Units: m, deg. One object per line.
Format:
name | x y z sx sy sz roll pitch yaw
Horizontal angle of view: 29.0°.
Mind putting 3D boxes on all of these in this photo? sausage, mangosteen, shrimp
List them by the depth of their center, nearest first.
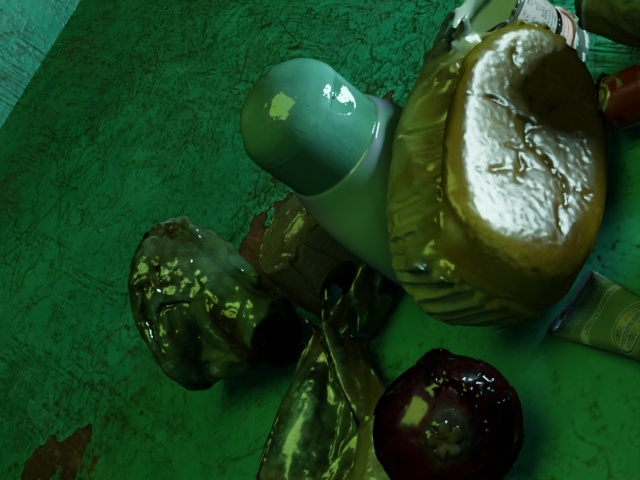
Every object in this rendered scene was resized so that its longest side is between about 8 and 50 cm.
mangosteen | 0.134 0.199 1.343 0.166 0.166 0.180 -55 8 0
sausage | 0.435 -0.193 1.372 0.264 0.083 0.083 -21 46 41
shrimp | 0.023 0.219 1.512 0.221 0.110 0.445 -15 53 38

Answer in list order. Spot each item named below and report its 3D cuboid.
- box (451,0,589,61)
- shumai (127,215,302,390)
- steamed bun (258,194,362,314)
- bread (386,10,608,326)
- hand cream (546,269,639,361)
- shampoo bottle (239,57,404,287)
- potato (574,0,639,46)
box | 0.252 -0.265 1.616 0.151 0.135 0.151 -31 40 31
shumai | -0.132 0.068 1.758 0.204 0.222 0.271 -28 72 29
steamed bun | 0.000 0.000 1.694 0.175 0.145 0.106 -47 32 5
bread | 0.211 -0.085 1.427 0.183 0.236 0.388 -23 49 47
hand cream | 0.320 0.090 1.287 0.086 0.055 0.235 -54 25 -4
shampoo bottle | 0.051 -0.089 1.514 0.151 0.350 0.221 -24 43 41
potato | 0.432 -0.318 1.378 0.196 0.246 0.299 40 126 22
